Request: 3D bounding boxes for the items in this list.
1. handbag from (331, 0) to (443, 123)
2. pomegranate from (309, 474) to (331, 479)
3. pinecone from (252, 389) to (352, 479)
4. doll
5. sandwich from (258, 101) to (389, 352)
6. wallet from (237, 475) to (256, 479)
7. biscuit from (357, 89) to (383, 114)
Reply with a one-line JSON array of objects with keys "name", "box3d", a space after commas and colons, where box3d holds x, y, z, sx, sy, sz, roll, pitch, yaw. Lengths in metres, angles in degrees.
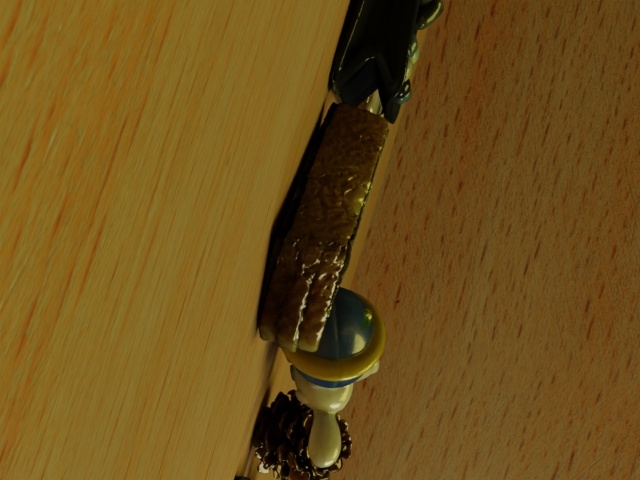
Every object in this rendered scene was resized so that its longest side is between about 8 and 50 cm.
[{"name": "handbag", "box3d": [0.108, -0.311, 1.840, 0.325, 0.118, 0.269, 3, 103, -87]}, {"name": "pomegranate", "box3d": [-0.042, 0.508, 2.281, 0.236, 0.236, 0.302, -67, 164, -53]}, {"name": "pinecone", "box3d": [-0.025, 0.324, 2.135, 0.173, 0.173, 0.173, 16, 90, -85]}, {"name": "doll", "box3d": [0.021, 0.153, 2.030, 0.311, 0.159, 0.242, -104, 179, -53]}, {"name": "sandwich", "box3d": [0.000, -0.004, 1.726, 0.249, 0.095, 0.273, 107, 2, -46]}, {"name": "wallet", "box3d": [-0.155, 0.530, 2.061, 0.169, 0.044, 0.317, 69, 36, -76]}, {"name": "biscuit", "box3d": [0.080, -0.219, 2.211, 0.208, 0.049, 0.181, 84, 24, -74]}]
